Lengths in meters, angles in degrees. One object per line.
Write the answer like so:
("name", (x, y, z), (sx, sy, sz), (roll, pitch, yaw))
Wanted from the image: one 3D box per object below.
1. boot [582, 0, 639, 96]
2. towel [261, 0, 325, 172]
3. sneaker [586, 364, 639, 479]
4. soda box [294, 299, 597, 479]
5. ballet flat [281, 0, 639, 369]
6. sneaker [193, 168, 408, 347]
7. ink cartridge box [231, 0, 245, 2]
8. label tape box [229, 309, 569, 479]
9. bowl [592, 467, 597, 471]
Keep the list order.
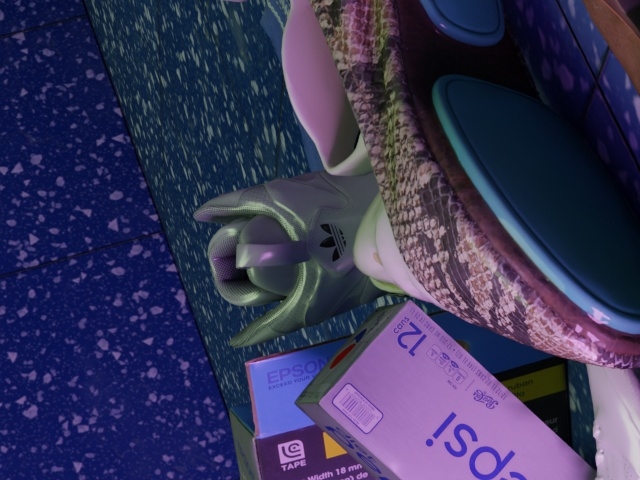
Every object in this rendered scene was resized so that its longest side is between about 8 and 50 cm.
("boot", (0.202, -0.063, 0.835), (0.305, 0.112, 0.115), (67, -176, 37))
("towel", (-0.017, -0.195, 1.642), (0.336, 0.040, 0.243), (88, 168, -65))
("sneaker", (0.189, 0.155, 1.092), (0.080, 0.094, 0.212), (15, -130, -57))
("soda box", (0.121, 0.167, 1.161), (0.286, 0.091, 0.098), (43, 169, -5))
("ballet flat", (0.069, -0.082, 1.174), (0.182, 0.164, 0.482), (-45, 51, 34))
("sneaker", (0.000, 0.000, 1.517), (0.366, 0.210, 0.137), (158, 97, -78))
("ink cartridge box", (-0.096, -0.387, 1.330), (0.384, 0.160, 0.279), (110, 167, -68))
("label tape box", (0.063, 0.168, 1.383), (0.106, 0.241, 0.333), (-120, 19, -55))
("bowl", (0.194, 0.225, 1.295), (0.142, 0.053, 0.142), (133, 117, -74))
